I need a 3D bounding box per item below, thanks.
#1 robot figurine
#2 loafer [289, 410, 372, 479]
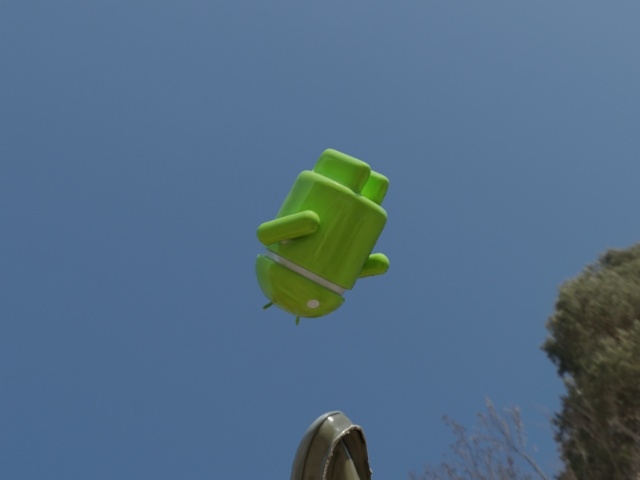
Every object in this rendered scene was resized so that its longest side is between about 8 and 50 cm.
[{"bbox_3d":[0.000,0.000,0.732,0.101,0.067,0.115,30,-93,-53],"label":"robot figurine"},{"bbox_3d":[0.035,0.285,1.045,0.087,0.094,0.251,-3,-85,37],"label":"loafer"}]
